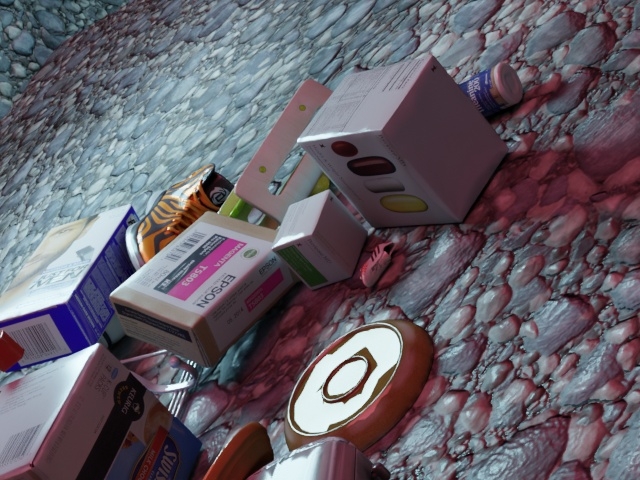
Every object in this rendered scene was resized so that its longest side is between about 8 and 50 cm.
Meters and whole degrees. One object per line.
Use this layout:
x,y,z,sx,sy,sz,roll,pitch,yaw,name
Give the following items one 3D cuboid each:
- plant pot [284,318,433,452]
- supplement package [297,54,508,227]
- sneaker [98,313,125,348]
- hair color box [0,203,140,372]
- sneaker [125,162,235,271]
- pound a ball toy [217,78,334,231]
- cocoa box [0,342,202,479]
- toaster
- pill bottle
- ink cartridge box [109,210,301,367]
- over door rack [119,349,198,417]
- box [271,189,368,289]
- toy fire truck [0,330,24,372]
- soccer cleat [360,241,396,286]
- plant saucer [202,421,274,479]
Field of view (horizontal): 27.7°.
0.040,0.186,1.668,0.236,0.032,0.236,-33,27,19,plant pot
0.118,-0.136,1.876,0.203,0.194,0.149,-4,45,55,supplement package
-0.409,0.139,2.359,0.095,0.090,0.235,-41,29,-20,sneaker
-0.439,0.078,2.285,0.185,0.110,0.339,-16,24,20,hair color box
-0.239,-0.044,2.338,0.180,0.124,0.321,-33,26,21,sneaker
-0.048,-0.120,2.215,0.319,0.136,0.208,-59,4,-32,pound a ball toy
-0.383,0.338,1.805,0.347,0.228,0.231,-24,28,34,cocoa box
-0.020,0.319,1.430,0.227,0.129,0.146,-32,23,27,toaster
0.242,-0.220,1.980,0.120,0.067,0.067,-22,31,37,pill bottle
-0.171,0.069,1.987,0.193,0.088,0.235,15,46,39,ink cartridge box
-0.327,0.242,2.026,0.324,0.108,0.239,-26,28,32,over door rack
0.000,0.000,1.941,0.087,0.101,0.102,-21,34,37,box
-0.517,0.225,1.858,0.192,0.047,0.135,-36,23,15,toy fire truck
0.083,0.033,1.855,0.036,0.029,0.083,-24,25,43,soccer cleat
-0.110,0.313,1.557,0.200,0.037,0.200,-58,-15,-25,plant saucer
